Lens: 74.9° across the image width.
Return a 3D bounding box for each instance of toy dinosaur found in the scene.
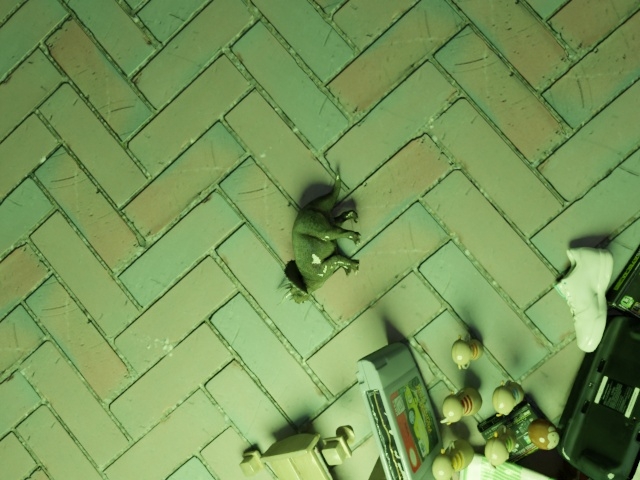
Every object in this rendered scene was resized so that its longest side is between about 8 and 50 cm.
[{"bbox_3d":[0.000,0.000,0.894,0.160,0.121,0.314,6,95,-8],"label":"toy dinosaur"}]

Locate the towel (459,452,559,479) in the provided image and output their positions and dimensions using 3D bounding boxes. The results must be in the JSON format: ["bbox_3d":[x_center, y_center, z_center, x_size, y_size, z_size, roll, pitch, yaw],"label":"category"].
[{"bbox_3d":[0.419,0.575,0.802,0.324,0.038,0.248,4,89,43],"label":"towel"}]

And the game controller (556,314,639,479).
[{"bbox_3d":[0.561,0.296,0.798,0.067,0.166,0.320,25,86,-15],"label":"game controller"}]

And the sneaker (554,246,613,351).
[{"bbox_3d":[0.537,0.119,0.869,0.094,0.080,0.213,8,84,17],"label":"sneaker"}]

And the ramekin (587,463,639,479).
[{"bbox_3d":[0.653,0.524,0.774,0.272,0.127,0.273,2,115,4],"label":"ramekin"}]

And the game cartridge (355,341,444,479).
[{"bbox_3d":[0.170,0.361,0.834,0.060,0.196,0.295,-23,78,27],"label":"game cartridge"}]

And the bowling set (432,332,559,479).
[{"bbox_3d":[0.336,0.333,0.797,0.199,0.154,0.288,1,82,37],"label":"bowling set"}]

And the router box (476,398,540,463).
[{"bbox_3d":[0.413,0.410,0.891,0.122,0.038,0.092,-35,86,5],"label":"router box"}]

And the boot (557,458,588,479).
[{"bbox_3d":[0.556,0.461,0.872,0.084,0.059,0.158,9,95,-2],"label":"boot"}]

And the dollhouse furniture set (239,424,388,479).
[{"bbox_3d":[0.051,0.541,0.924,0.355,0.173,0.304,-26,92,31],"label":"dollhouse furniture set"}]

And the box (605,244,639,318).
[{"bbox_3d":[0.721,0.103,0.857,0.190,0.045,0.184,33,94,4],"label":"box"}]
